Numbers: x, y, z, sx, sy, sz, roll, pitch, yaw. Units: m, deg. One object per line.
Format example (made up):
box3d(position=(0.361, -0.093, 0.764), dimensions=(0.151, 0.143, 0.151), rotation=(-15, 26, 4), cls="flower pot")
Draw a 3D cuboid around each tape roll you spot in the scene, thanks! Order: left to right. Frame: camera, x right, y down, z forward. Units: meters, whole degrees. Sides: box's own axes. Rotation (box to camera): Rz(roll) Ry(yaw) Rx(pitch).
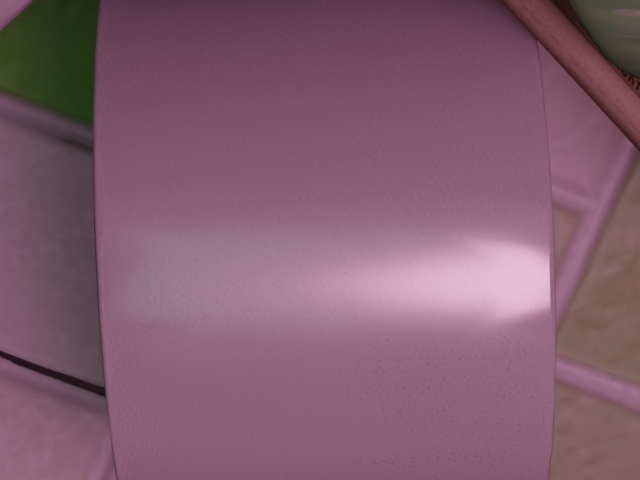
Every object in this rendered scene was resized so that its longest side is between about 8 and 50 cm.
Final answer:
box3d(position=(0.000, 0.000, 0.803), dimensions=(0.169, 0.246, 0.246), rotation=(-2, 106, -1), cls="tape roll")

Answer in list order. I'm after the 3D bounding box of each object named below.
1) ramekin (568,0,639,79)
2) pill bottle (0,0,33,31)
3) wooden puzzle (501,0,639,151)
box3d(position=(0.169, -0.184, 0.606), dimensions=(0.148, 0.303, 0.303), rotation=(3, 108, 24), cls="ramekin")
box3d(position=(-0.226, -0.226, 0.764), dimensions=(0.188, 0.188, 0.334), rotation=(-41, 102, 10), cls="pill bottle")
box3d(position=(0.154, -0.129, 0.769), dimensions=(0.221, 0.238, 0.044), rotation=(44, 139, -23), cls="wooden puzzle")
